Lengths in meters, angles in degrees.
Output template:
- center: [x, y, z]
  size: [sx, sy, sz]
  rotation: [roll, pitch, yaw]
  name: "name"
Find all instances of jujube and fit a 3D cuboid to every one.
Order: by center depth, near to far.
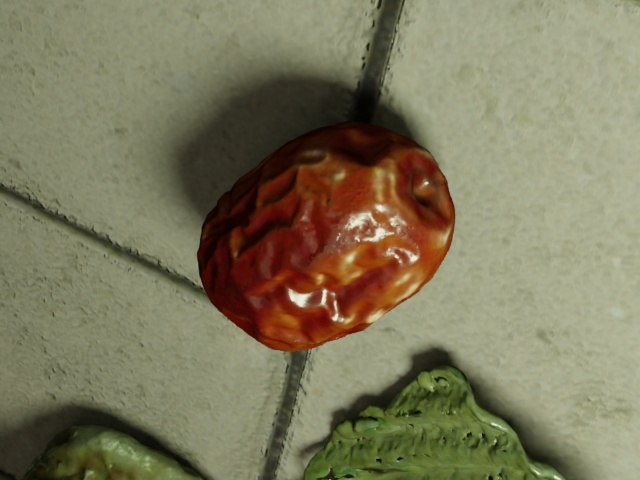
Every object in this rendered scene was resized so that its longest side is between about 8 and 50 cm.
- center: [0.000, 0.000, 1.088]
  size: [0.250, 0.174, 0.174]
  rotation: [-26, 106, 45]
  name: "jujube"

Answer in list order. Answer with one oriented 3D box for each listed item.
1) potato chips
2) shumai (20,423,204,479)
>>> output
- center: [0.158, 0.312, 1.266]
  size: [0.373, 0.097, 0.389]
  rotation: [39, 136, 1]
  name: "potato chips"
- center: [-0.288, 0.436, 1.490]
  size: [0.324, 0.323, 0.397]
  rotation: [41, 135, 3]
  name: "shumai"
